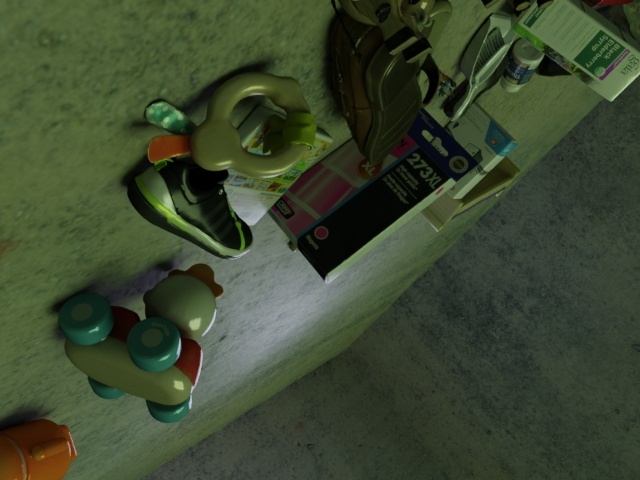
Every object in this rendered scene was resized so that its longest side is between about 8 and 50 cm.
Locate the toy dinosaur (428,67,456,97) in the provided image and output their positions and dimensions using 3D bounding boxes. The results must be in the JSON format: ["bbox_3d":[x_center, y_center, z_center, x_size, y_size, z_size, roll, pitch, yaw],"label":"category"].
[{"bbox_3d":[0.237,-0.299,1.149,0.082,0.047,0.090,-52,164,-39],"label":"toy dinosaur"}]

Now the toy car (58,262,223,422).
[{"bbox_3d":[-0.259,0.125,0.978,0.219,0.210,0.238,96,16,-50],"label":"toy car"}]

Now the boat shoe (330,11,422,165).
[{"bbox_3d":[0.075,-0.216,0.878,0.110,0.104,0.307,-46,165,-13],"label":"boat shoe"}]

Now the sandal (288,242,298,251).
[{"bbox_3d":[0.000,0.000,1.401,0.180,0.049,0.072,-22,156,-50],"label":"sandal"}]

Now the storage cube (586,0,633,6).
[{"bbox_3d":[0.396,-0.450,0.823,0.193,0.183,0.215,-26,159,-46],"label":"storage cube"}]

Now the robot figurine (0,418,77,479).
[{"bbox_3d":[-0.537,0.394,1.079,0.219,0.158,0.128,8,96,-71],"label":"robot figurine"}]

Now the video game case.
[{"bbox_3d":[-0.098,-0.102,0.926,0.206,0.026,0.227,-45,163,17],"label":"video game case"}]

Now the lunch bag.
[{"bbox_3d":[0.602,-0.464,1.285,0.235,0.169,0.287,-39,-165,-18],"label":"lunch bag"}]

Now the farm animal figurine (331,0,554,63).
[{"bbox_3d":[0.147,-0.328,0.640,0.327,0.172,0.330,-30,174,9],"label":"farm animal figurine"}]

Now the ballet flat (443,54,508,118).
[{"bbox_3d":[0.325,-0.330,1.288,0.173,0.049,0.057,-46,132,7],"label":"ballet flat"}]

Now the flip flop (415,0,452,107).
[{"bbox_3d":[0.151,-0.259,0.969,0.112,0.080,0.277,-33,163,-26],"label":"flip flop"}]

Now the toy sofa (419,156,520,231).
[{"bbox_3d":[0.395,-0.147,1.744,0.363,0.150,0.177,-26,158,-42],"label":"toy sofa"}]

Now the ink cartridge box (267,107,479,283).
[{"bbox_3d":[0.100,-0.103,1.105,0.371,0.175,0.069,-37,164,-13],"label":"ink cartridge box"}]

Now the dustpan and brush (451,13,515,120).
[{"bbox_3d":[0.306,-0.328,1.184,0.147,0.060,0.211,-21,155,-52],"label":"dustpan and brush"}]

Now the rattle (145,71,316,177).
[{"bbox_3d":[-0.116,-0.124,0.736,0.200,0.130,0.143,-23,-163,-18],"label":"rattle"}]

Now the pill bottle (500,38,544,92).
[{"bbox_3d":[0.437,-0.380,1.338,0.067,0.067,0.120,-36,164,-16],"label":"pill bottle"}]

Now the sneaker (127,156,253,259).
[{"bbox_3d":[-0.142,-0.046,0.795,0.097,0.084,0.235,-44,151,10],"label":"sneaker"}]

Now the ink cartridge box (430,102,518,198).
[{"bbox_3d":[0.348,-0.213,1.459,0.190,0.139,0.082,-47,165,23],"label":"ink cartridge box"}]

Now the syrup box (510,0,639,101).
[{"bbox_3d":[0.468,-0.366,1.106,0.093,0.237,0.096,-52,-171,37],"label":"syrup box"}]
